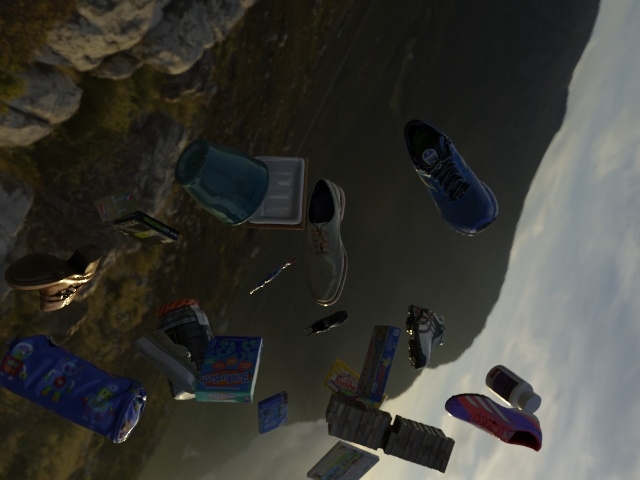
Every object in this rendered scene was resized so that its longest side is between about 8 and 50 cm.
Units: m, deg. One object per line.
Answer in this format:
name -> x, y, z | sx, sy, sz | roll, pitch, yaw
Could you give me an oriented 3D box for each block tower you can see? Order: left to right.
block tower -> 0.176, 0.509, 1.441 | 0.097, 0.335, 0.091 | 89, 20, -88

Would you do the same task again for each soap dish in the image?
soap dish -> -0.166, -0.179, 2.098 | 0.118, 0.228, 0.291 | 80, 13, -76

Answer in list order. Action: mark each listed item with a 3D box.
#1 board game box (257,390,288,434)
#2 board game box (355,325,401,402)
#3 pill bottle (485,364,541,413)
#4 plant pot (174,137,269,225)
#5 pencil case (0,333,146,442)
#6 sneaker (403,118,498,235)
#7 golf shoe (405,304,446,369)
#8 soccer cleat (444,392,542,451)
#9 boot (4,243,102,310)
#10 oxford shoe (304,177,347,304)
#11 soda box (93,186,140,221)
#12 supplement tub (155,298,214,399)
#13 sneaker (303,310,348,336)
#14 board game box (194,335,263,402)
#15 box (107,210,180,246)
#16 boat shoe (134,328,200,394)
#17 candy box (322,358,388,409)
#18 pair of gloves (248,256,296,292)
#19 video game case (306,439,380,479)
board game box -> -0.127, 0.464, 1.461 | 0.090, 0.020, 0.090 | -13, 109, -42
board game box -> 0.157, 0.334, 1.486 | 0.136, 0.035, 0.201 | 142, -33, -74
pill bottle -> 0.708, 0.548, 1.986 | 0.193, 0.108, 0.108 | 37, -74, 59
plant pot -> -0.365, -0.228, 1.936 | 0.255, 0.271, 0.272 | 32, 81, -45
pencil case -> -0.516, 0.304, 1.139 | 0.119, 0.306, 0.133 | 105, 10, -68
sneaker -> 0.276, -0.149, 1.233 | 0.130, 0.330, 0.147 | -40, 146, 19
golf shoe -> 0.320, 0.283, 1.621 | 0.273, 0.120, 0.105 | -74, 171, -62
soccer cleat -> 0.559, 0.583, 1.744 | 0.116, 0.318, 0.109 | -72, 179, -64
boot -> -0.772, 0.122, 1.535 | 0.220, 0.109, 0.283 | -47, 174, 32
oxford shoe -> 0.000, 0.000, 1.677 | 0.146, 0.140, 0.397 | 28, 58, -73
soda box -> -0.529, -0.092, 1.403 | 0.058, 0.061, 0.181 | -29, -165, -31
supplement tub -> -0.497, 0.406, 2.040 | 0.207, 0.338, 0.207 | -19, 159, -7
sneaker -> 0.024, 0.311, 2.026 | 0.089, 0.170, 0.051 | 5, 64, -84
board game box -> -0.261, 0.369, 1.574 | 0.210, 0.160, 0.047 | -85, 174, -53
box -> -0.637, -0.040, 1.948 | 0.184, 0.190, 0.045 | 37, 57, -41
boat shoe -> -0.446, 0.355, 1.643 | 0.094, 0.302, 0.109 | -40, 140, -32
candy box -> 0.112, 0.491, 1.784 | 0.105, 0.206, 0.027 | -63, 156, 11
pair of gloves -> -0.171, 0.118, 1.949 | 0.159, 0.023, 0.198 | -34, -176, 41
video game case -> 0.092, 0.912, 2.185 | 0.227, 0.206, 0.026 | -51, -156, 21
